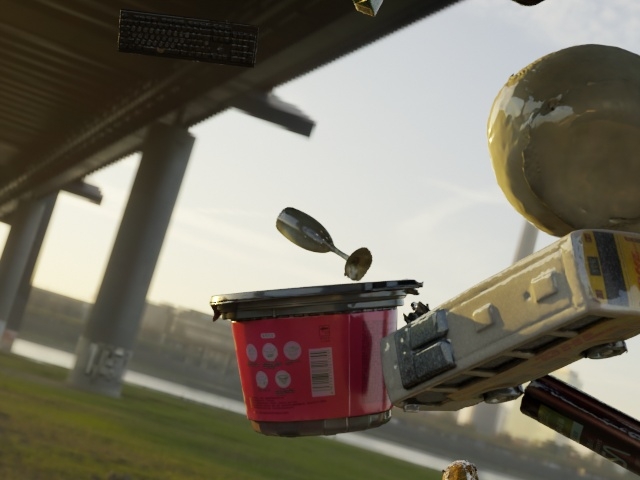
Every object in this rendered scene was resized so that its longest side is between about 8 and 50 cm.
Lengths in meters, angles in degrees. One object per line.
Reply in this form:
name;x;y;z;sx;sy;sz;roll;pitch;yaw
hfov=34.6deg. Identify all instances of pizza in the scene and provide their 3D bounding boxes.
pizza;0.264;0.487;1.896;0.086;0.161;0.305;2;-5;8

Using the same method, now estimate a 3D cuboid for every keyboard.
keyboard;-0.190;-0.291;1.479;0.198;0.063;0.010;6;14;-5

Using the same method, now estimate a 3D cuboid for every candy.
candy;0.366;-0.131;1.404;0.296;0.295;0.185;18;0;-11

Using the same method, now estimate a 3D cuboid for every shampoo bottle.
shampoo bottle;0.523;0.349;1.862;0.323;0.084;0.129;28;-28;24

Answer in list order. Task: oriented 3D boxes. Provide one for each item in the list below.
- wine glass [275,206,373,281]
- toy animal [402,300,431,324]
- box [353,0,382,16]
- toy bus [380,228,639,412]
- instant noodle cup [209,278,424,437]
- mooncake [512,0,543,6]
wine glass;0.000;0.000;1.723;0.198;0.066;0.066;32;4;42
toy animal;0.204;0.161;1.577;0.148;0.084;0.232;48;1;33
box;0.066;-0.391;1.290;0.034;0.132;0.235;25;-8;16
toy bus;0.195;0.094;1.044;0.138;0.097;0.342;5;-25;-32
instant noodle cup;-0.005;0.148;1.292;0.258;0.181;0.302;-1;-5;-39
mooncake;0.243;-0.377;1.162;0.124;0.228;0.228;27;-12;-18
